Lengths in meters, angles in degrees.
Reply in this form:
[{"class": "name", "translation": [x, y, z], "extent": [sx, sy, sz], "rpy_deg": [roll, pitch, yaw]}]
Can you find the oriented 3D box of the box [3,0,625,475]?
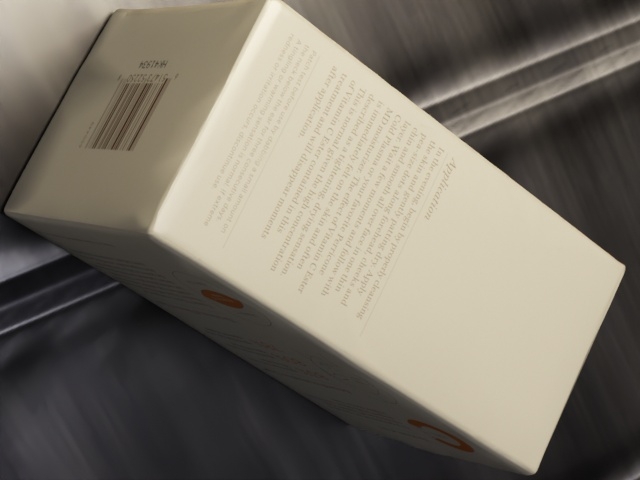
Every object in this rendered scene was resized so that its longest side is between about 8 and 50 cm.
[{"class": "box", "translation": [0.000, 0.000, 1.149], "extent": [0.345, 0.215, 0.168], "rpy_deg": [35, 75, -32]}]
